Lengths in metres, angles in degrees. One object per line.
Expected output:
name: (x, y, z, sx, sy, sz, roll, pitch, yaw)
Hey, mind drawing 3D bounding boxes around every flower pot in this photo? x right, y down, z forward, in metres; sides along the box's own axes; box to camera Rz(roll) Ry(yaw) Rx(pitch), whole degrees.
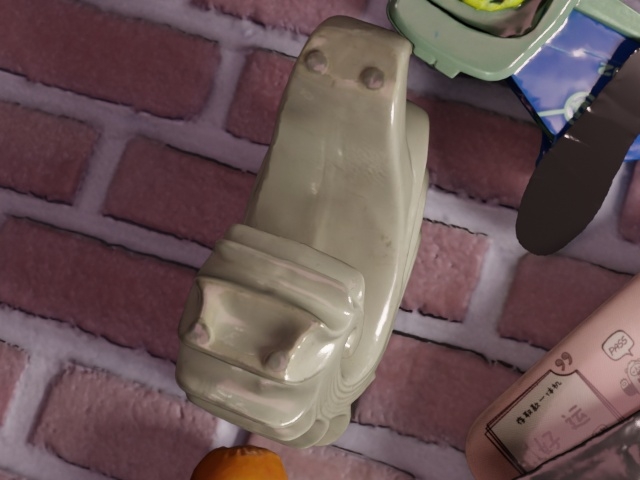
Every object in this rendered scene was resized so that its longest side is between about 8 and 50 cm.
flower pot: (0.000, 0.000, 1.534, 0.164, 0.254, 0.368, 18, 79, 14)

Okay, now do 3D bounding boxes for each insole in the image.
insole: (0.251, -0.083, 1.546, 0.080, 0.003, 0.232, 25, 111, -20)

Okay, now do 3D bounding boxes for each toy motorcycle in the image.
toy motorcycle: (0.212, -0.166, 1.584, 0.326, 0.191, 0.200, 35, 97, -2)

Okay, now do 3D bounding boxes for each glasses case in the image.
glasses case: (0.270, 0.129, 1.544, 0.314, 0.075, 0.122, -41, 73, -1)

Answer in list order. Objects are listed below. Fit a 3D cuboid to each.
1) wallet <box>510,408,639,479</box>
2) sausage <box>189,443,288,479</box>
wallet: (0.343, 0.253, 1.489, 0.323, 0.041, 0.247, -29, 95, 3)
sausage: (-0.072, 0.324, 1.551, 0.105, 0.105, 0.274, -5, 77, 9)
